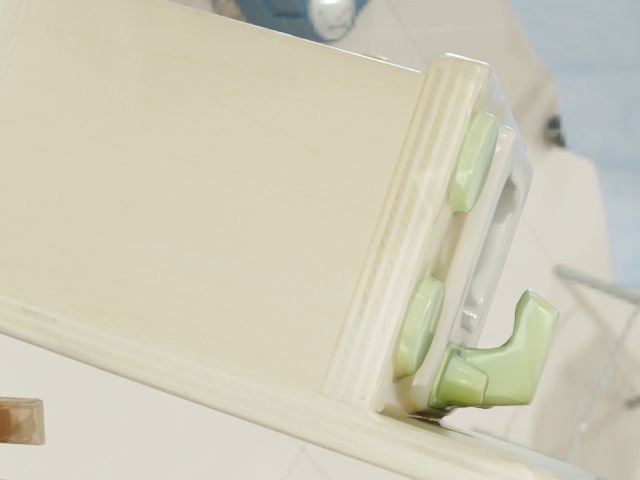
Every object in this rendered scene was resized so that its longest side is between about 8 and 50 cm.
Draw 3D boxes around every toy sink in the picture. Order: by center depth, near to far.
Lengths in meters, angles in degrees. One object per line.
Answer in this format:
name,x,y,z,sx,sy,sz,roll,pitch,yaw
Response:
toy sink,0.000,0.000,0.531,0.153,0.234,0.131,29,79,-74

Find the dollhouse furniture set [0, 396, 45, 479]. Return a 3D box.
dollhouse furniture set,-0.296,0.162,1.154,0.262,0.135,0.259,-27,117,-71
